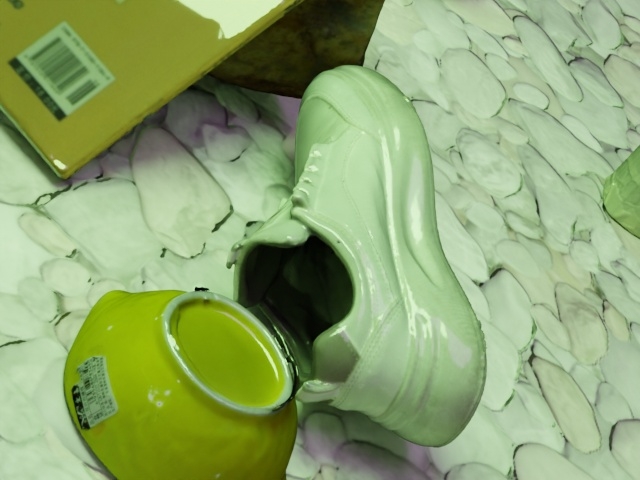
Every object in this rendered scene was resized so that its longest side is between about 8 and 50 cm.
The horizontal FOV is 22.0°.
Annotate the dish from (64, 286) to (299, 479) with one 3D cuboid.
[{"bbox_3d":[-0.070,0.092,1.007,0.149,0.080,0.208,-8,55,-47],"label":"dish"}]

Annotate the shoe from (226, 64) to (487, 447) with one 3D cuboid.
[{"bbox_3d":[0.000,0.000,1.147,0.159,0.124,0.316,5,47,-31],"label":"shoe"}]

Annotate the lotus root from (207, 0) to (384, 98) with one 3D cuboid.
[{"bbox_3d":[-0.059,-0.226,1.269,0.180,0.199,0.188,10,29,-34],"label":"lotus root"}]

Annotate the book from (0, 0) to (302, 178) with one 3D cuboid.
[{"bbox_3d":[-0.117,-0.252,1.193,0.389,0.032,0.269,-38,77,-15],"label":"book"}]

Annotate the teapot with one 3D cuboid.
[{"bbox_3d":[0.349,-0.097,1.506,0.077,0.200,0.107,34,36,-8],"label":"teapot"}]
